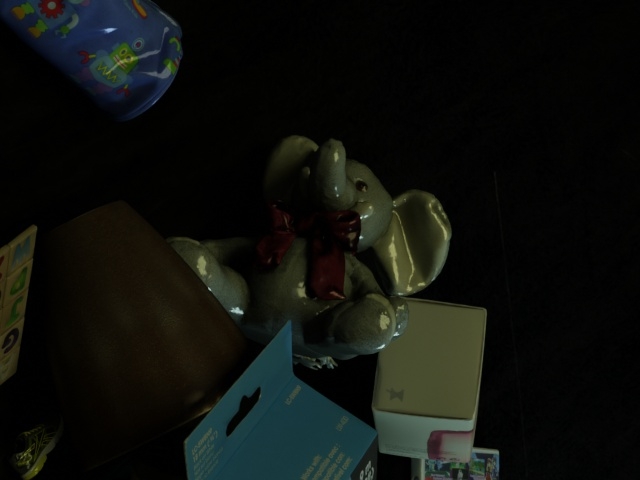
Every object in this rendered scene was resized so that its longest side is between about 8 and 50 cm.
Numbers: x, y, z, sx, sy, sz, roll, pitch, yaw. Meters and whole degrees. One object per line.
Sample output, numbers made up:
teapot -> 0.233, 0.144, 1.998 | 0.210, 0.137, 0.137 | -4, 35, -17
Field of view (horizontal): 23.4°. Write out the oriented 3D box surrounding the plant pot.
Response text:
plant pot -> -0.197, 0.085, 1.570 | 0.215, 0.215, 0.230 | -25, 86, -52

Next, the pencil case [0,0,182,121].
pencil case -> -0.262, -0.257, 1.580 | 0.306, 0.133, 0.119 | 46, 21, -40

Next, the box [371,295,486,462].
box -> 0.139, 0.180, 1.950 | 0.232, 0.126, 0.149 | 79, 18, -70

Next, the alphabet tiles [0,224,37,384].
alphabet tiles -> -0.343, 0.115, 1.405 | 0.237, 0.009, 0.198 | -45, 159, -47

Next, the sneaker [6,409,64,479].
sneaker -> -0.286, 0.200, 1.549 | 0.035, 0.031, 0.083 | 45, 43, -25

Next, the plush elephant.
plush elephant -> 0.000, 0.000, 1.781 | 0.330, 0.271, 0.255 | 58, 50, -72

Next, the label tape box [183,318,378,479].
label tape box -> -0.032, 0.284, 1.507 | 0.240, 0.106, 0.334 | -49, 145, -55

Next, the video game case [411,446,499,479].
video game case -> 0.189, 0.378, 2.153 | 0.201, 0.023, 0.183 | 15, 73, -50

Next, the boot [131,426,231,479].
boot -> -0.128, 0.353, 1.636 | 0.377, 0.138, 0.284 | 15, 87, -79
